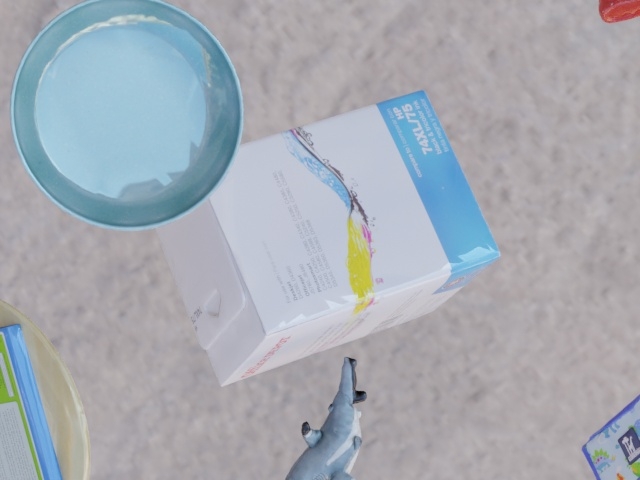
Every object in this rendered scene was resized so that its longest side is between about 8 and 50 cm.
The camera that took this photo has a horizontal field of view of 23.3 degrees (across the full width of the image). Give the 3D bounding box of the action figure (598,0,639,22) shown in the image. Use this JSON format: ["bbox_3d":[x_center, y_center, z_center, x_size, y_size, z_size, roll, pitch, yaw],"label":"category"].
[{"bbox_3d":[0.179,-0.270,0.923,0.139,0.280,0.091,-21,146,5],"label":"action figure"}]

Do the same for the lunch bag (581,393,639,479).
[{"bbox_3d":[0.383,0.249,1.731,0.129,0.151,0.096,-49,166,31],"label":"lunch bag"}]

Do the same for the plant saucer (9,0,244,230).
[{"bbox_3d":[-0.099,-0.065,0.790,0.119,0.021,0.119,-1,92,-19],"label":"plant saucer"}]

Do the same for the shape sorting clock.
[{"bbox_3d":[-0.250,0.138,1.167,0.040,0.206,0.206,-21,141,-58],"label":"shape sorting clock"}]

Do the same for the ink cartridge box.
[{"bbox_3d":[0.000,0.000,1.605,0.270,0.197,0.198,-18,167,-23],"label":"ink cartridge box"}]

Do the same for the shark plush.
[{"bbox_3d":[0.009,0.197,1.526,0.067,0.073,0.161,14,111,-27],"label":"shark plush"}]
